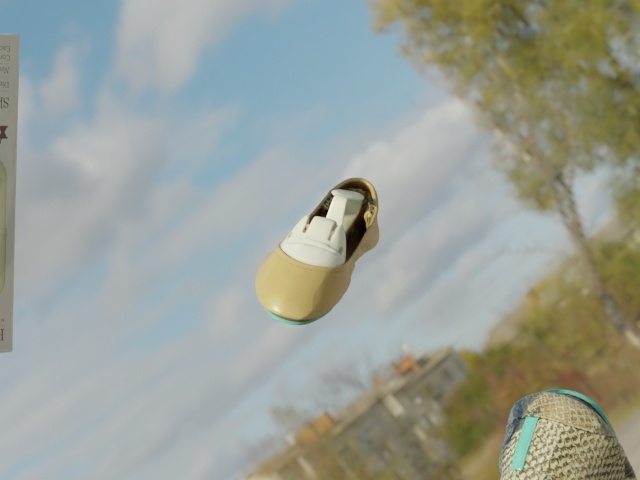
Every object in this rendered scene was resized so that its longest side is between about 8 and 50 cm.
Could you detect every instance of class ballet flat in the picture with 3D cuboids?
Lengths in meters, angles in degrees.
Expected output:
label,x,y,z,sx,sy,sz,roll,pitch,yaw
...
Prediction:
label,x,y,z,sx,sy,sz,roll,pitch,yaw
ballet flat,0.000,0.000,1.401,0.232,0.080,0.073,-54,-21,-66
ballet flat,0.315,0.371,1.734,0.164,0.482,0.182,-5,43,40

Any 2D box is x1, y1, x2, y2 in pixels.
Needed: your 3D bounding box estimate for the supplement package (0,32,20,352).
label,x,y,z,sx,sy,sz,roll,pitch,yaw
supplement package,-0.381,-0.042,1.288,0.198,0.262,0.199,8,8,41
